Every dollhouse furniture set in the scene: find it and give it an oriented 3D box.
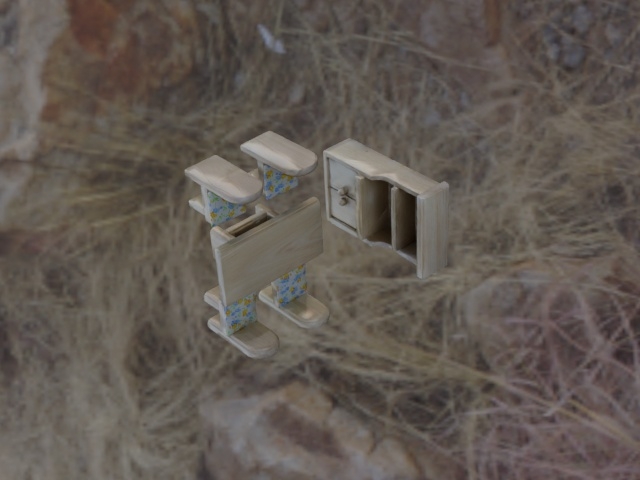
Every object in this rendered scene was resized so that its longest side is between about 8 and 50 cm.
[{"bbox_3d":[0.000,0.000,1.219,0.161,0.242,0.212,31,137,39],"label":"dollhouse furniture set"}]
